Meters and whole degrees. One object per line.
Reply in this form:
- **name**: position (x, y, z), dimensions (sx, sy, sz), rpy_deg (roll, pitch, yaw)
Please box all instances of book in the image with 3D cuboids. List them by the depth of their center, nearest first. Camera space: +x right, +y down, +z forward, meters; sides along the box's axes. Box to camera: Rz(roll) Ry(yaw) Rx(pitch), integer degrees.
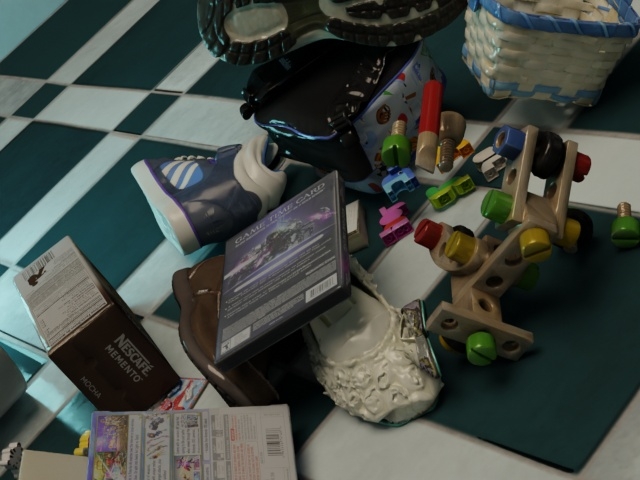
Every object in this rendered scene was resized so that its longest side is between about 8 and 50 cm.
- **book**: position (0.000, 0.000, 1.800), dimensions (0.144, 0.035, 0.096), rpy_deg (-26, 29, 16)

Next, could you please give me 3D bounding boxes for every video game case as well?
- **video game case**: position (-0.148, 0.302, 1.395), dimensions (0.244, 0.061, 0.269), rpy_deg (0, 33, -6)
- **video game case**: position (-0.049, 0.034, 1.555), dimensions (0.196, 0.026, 0.274), rpy_deg (-32, 27, 19)

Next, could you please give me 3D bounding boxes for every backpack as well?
- **backpack**: position (0.064, -0.215, 1.858), dimensions (0.276, 0.213, 0.263), rpy_deg (25, 71, 46)

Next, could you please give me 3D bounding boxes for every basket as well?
- **basket**: position (0.320, -0.343, 1.673), dimensions (0.255, 0.289, 0.201), rpy_deg (6, 35, -17)

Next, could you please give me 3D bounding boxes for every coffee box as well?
- **coffee box**: position (-0.340, 0.130, 1.794), dimensions (0.119, 0.168, 0.297), rpy_deg (-39, 30, -7)

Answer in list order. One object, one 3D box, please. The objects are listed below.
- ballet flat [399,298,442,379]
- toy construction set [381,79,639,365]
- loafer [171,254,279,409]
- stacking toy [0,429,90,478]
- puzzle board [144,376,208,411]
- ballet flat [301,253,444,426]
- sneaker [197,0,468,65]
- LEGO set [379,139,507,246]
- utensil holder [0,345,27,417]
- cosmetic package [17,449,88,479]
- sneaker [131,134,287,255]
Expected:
- **ballet flat**: position (0.115, 0.121, 1.427), dimensions (0.041, 0.041, 0.114), rpy_deg (-25, 47, 16)
- **toy construction set**: position (0.188, -0.003, 1.397), dimensions (0.257, 0.309, 0.237), rpy_deg (-24, 37, 32)
- **loafer**: position (-0.118, 0.110, 1.658), dimensions (0.130, 0.134, 0.366), rpy_deg (-34, 32, 2)
- **stacking toy**: position (-0.400, 0.363, 1.660), dimensions (0.167, 0.052, 0.221), rpy_deg (-13, 39, 31)
- **puzzle board**: position (-0.223, 0.242, 1.697), dimensions (0.096, 0.011, 0.128), rpy_deg (-2, 44, 41)
- **ballet flat**: position (0.016, 0.092, 1.564), dimensions (0.147, 0.147, 0.409), rpy_deg (-36, 33, -3)
- **sneaker**: position (0.026, -0.378, 1.815), dimensions (0.410, 0.158, 0.182), rpy_deg (-5, 25, 14)
- **LEGO set**: position (0.160, -0.102, 1.732), dimensions (0.227, 0.087, 0.093), rpy_deg (-32, 32, 3)
- **utensil holder**: position (-0.687, 0.257, 1.820), dimensions (0.385, 0.327, 0.327), rpy_deg (-46, 33, -23)
- **cosmetic package**: position (-0.315, 0.409, 1.396), dimensions (0.113, 0.160, 0.309), rpy_deg (9, 33, -12)
- **sneaker**: position (-0.171, -0.098, 2.014), dimensions (0.236, 0.130, 0.323), rpy_deg (-29, 26, -9)
